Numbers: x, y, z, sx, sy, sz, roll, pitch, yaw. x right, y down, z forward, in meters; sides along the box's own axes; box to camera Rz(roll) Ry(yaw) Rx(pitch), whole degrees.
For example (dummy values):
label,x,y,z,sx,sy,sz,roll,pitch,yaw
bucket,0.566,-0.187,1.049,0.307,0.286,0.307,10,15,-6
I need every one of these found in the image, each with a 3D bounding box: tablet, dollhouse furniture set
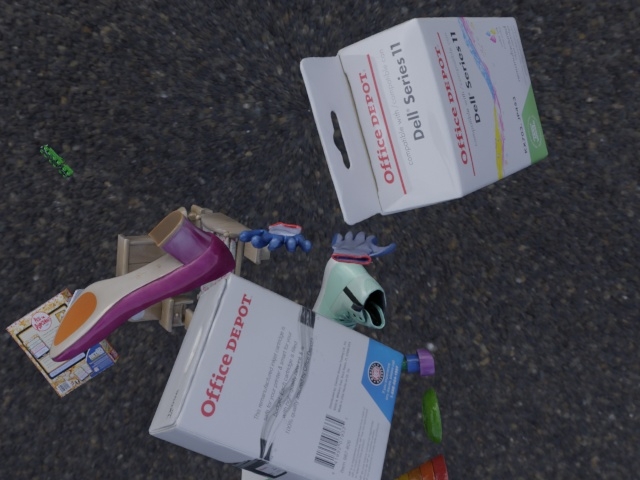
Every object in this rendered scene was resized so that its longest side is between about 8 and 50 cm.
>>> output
label,x,y,z,sx,sy,sz,roll,pitch,yaw
tablet,-0.391,0.103,1.089,0.006,0.083,0.054,30,99,14
dollhouse furniture set,-0.278,0.100,1.350,0.174,0.355,0.303,-4,108,-36

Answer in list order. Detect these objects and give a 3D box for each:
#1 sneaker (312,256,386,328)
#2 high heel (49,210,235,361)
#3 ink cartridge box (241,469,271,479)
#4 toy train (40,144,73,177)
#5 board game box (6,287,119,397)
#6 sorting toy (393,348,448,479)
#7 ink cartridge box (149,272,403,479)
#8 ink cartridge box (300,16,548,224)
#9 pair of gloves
label,x,y,z,sx,sy,sz,roll,pitch,yaw
sneaker,0.059,0.166,1.343,0.094,0.151,0.256,-15,130,-30
high heel,-0.220,0.078,0.821,0.244,0.082,0.117,-48,130,-5
ink cartridge box,-0.087,0.541,1.558,0.117,0.278,0.201,-23,130,17
toy train,-0.552,-0.167,1.370,0.017,0.024,0.083,-23,119,26
board game box,-0.561,0.225,1.431,0.147,0.045,0.193,-32,102,1
sorting toy,0.218,0.443,1.538,0.126,0.127,0.365,-6,84,1
ink cartridge box,-0.070,0.278,1.203,0.395,0.166,0.285,28,58,-20
ink cartridge box,0.147,-0.159,0.811,0.119,0.353,0.207,-11,99,41
pair of gloves,0.000,0.000,0.849,0.198,0.159,0.023,6,100,5
